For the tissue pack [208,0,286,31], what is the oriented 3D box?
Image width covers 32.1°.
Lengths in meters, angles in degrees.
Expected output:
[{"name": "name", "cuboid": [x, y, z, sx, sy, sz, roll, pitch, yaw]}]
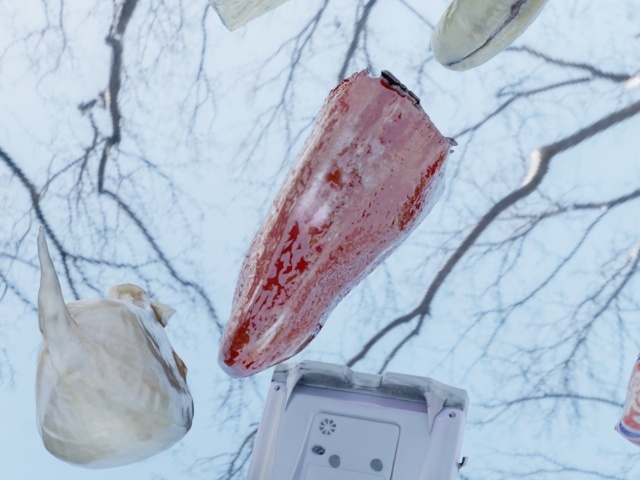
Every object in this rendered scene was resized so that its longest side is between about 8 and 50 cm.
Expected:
[{"name": "tissue pack", "cuboid": [-0.039, -0.315, 1.091, 0.196, 0.092, 0.148, -25, -111, 4]}]

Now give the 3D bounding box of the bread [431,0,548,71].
[{"name": "bread", "cuboid": [0.173, -0.231, 0.988, 0.073, 0.214, 0.053, 41, -152, 4]}]

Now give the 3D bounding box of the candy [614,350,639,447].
[{"name": "candy", "cuboid": [0.428, 0.152, 1.057, 0.365, 0.124, 0.124, 8, -115, -36]}]

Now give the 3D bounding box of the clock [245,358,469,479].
[{"name": "clock", "cuboid": [0.043, 0.242, 1.290, 0.253, 0.083, 0.186, 6, -117, 14]}]

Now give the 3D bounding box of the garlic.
[{"name": "garlic", "cuboid": [-0.135, 0.074, 0.681, 0.091, 0.198, 0.128, -10, -103, 8]}]

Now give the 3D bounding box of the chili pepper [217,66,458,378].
[{"name": "chili pepper", "cuboid": [0.000, 0.000, 0.865, 0.136, 0.144, 0.252, 39, -100, -22]}]
